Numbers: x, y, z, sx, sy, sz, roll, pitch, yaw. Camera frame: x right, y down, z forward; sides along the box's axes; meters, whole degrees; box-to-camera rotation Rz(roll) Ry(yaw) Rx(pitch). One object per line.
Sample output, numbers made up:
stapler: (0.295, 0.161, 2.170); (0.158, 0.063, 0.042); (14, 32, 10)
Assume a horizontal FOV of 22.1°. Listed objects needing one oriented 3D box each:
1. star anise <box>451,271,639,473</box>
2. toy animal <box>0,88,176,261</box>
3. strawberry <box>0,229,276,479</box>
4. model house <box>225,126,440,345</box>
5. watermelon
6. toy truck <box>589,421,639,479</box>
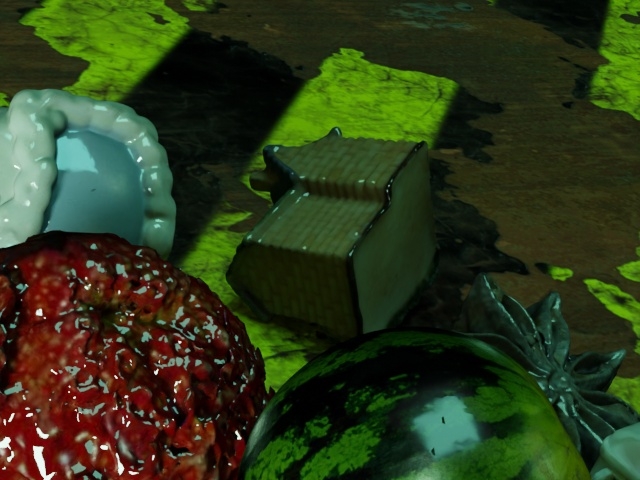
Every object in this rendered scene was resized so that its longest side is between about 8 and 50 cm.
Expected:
star anise: (0.184, 0.146, 1.434); (0.236, 0.109, 0.223); (13, 47, -37)
toy animal: (-0.238, -0.017, 1.415); (0.204, 0.208, 0.156); (11, 52, -33)
strawberry: (-0.163, 0.103, 1.208); (0.274, 0.220, 0.274); (9, 26, -5)
model house: (0.000, 0.000, 1.575); (0.172, 0.166, 0.183); (11, 39, 24)
watermelon: (0.066, 0.189, 1.121); (0.269, 0.269, 0.269); (12, 28, -7)
toy truck: (0.352, 0.272, 1.176); (0.173, 0.206, 0.387); (-11, 37, -41)
